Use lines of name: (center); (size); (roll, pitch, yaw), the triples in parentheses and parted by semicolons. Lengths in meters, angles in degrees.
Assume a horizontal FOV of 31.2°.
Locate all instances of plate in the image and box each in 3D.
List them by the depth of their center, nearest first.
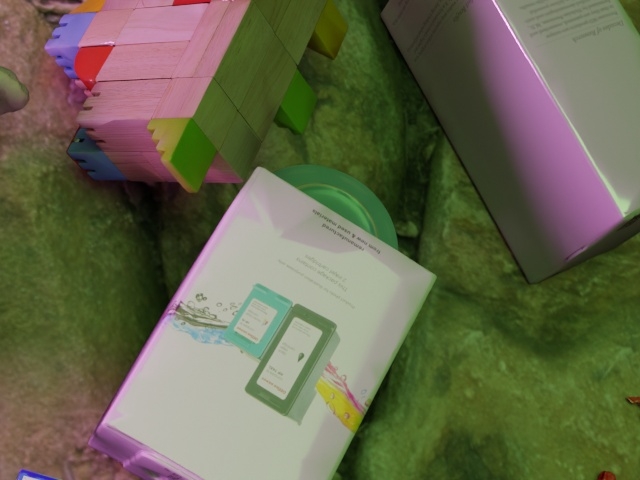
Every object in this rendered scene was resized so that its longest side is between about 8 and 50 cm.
plate: (0.000, 0.000, 1.246); (0.188, 0.024, 0.188); (6, 69, -16)

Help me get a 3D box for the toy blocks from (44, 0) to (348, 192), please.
toy blocks: (-0.151, -0.202, 1.161); (0.190, 0.261, 0.381); (52, 50, -45)

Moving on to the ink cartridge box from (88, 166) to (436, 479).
ink cartridge box: (-0.061, 0.115, 1.071); (0.197, 0.198, 0.270); (32, 70, -5)

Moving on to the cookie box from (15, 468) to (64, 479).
cookie box: (-0.234, 0.244, 1.028); (0.092, 0.107, 0.040); (18, 64, -12)

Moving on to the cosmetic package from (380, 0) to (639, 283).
cosmetic package: (0.246, -0.170, 1.287); (0.156, 0.217, 0.385); (-24, 80, -24)

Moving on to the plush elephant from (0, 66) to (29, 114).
plush elephant: (-0.400, -0.045, 1.030); (0.255, 0.272, 0.329); (-40, 123, -61)

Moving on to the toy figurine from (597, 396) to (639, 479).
toy figurine: (0.388, 0.310, 1.144); (0.191, 0.217, 0.362); (32, 63, -4)
